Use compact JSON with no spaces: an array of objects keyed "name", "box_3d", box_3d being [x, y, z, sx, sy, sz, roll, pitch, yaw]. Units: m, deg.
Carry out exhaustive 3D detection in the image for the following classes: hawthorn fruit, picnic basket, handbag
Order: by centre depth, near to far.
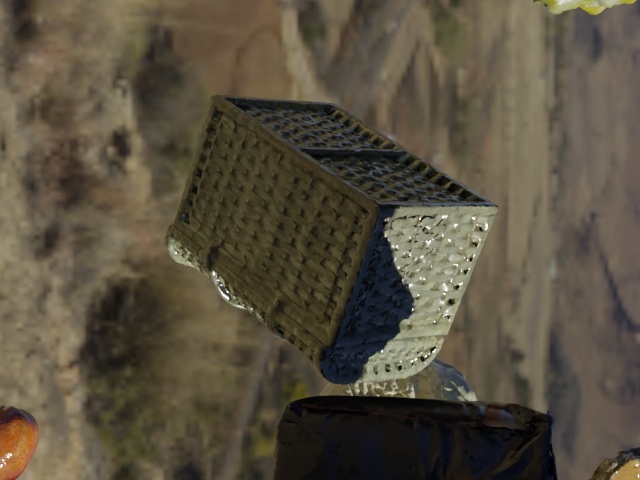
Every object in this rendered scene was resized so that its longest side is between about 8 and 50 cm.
[{"name":"handbag","box_3d":[0.071,0.180,0.944,0.215,0.169,0.155,70,20,-60]},{"name":"picnic basket","box_3d":[0.000,0.000,1.142,0.134,0.196,0.154,-3,119,-45]},{"name":"hawthorn fruit","box_3d":[-0.335,0.217,1.585,0.081,0.081,0.093,52,45,-71]}]

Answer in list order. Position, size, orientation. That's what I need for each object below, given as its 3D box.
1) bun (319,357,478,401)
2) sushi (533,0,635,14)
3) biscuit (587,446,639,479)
[{"name":"bun","box_3d":[0.098,0.233,1.855,0.134,0.220,0.220,0,91,-67]},{"name":"sushi","box_3d":[0.224,-0.370,1.126,0.240,0.351,0.397,-69,169,-61]},{"name":"biscuit","box_3d":[0.249,0.264,1.345,0.131,0.025,0.231,-3,128,-38]}]
